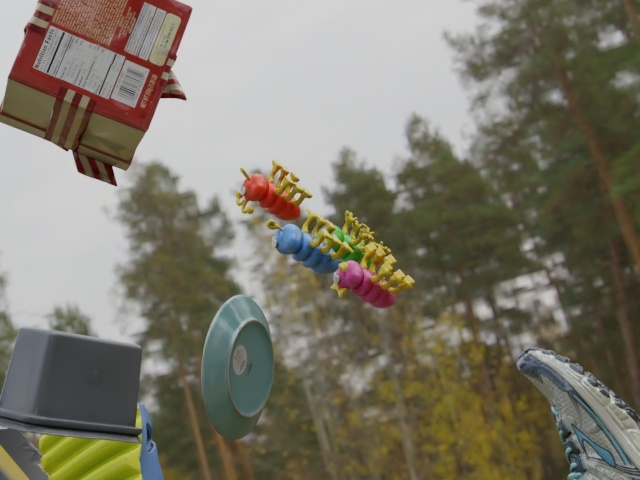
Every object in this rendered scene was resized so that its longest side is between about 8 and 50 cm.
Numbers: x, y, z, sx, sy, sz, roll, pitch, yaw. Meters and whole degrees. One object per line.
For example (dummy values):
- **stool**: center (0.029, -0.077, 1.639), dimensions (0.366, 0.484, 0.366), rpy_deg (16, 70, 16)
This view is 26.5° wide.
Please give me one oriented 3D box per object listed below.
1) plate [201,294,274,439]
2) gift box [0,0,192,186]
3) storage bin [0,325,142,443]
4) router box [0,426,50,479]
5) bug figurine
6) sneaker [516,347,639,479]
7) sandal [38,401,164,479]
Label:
- **plate**: center (-0.098, 0.165, 1.757), dimensions (0.024, 0.188, 0.188), rpy_deg (2, -5, 25)
- **gift box**: center (-0.340, -0.251, 2.110), dimensions (0.276, 0.255, 0.258), rpy_deg (26, -17, -11)
- **storage bin**: center (-0.227, 0.130, 1.234), dimensions (0.098, 0.091, 0.135), rpy_deg (3, -9, 44)
- **router box**: center (-0.435, 0.286, 1.563), dimensions (0.243, 0.309, 0.081), rpy_deg (-2, -63, -47)
- **bug figurine**: center (0.000, 0.000, 1.669), dimensions (0.216, 0.072, 0.279), rpy_deg (32, 10, -22)
- **sneaker**: center (0.309, 0.236, 1.510), dimensions (0.122, 0.283, 0.110), rpy_deg (-47, -24, 5)
- **sandal**: center (-0.217, 0.283, 1.509), dimensions (0.126, 0.317, 0.138), rpy_deg (-23, -24, 4)
